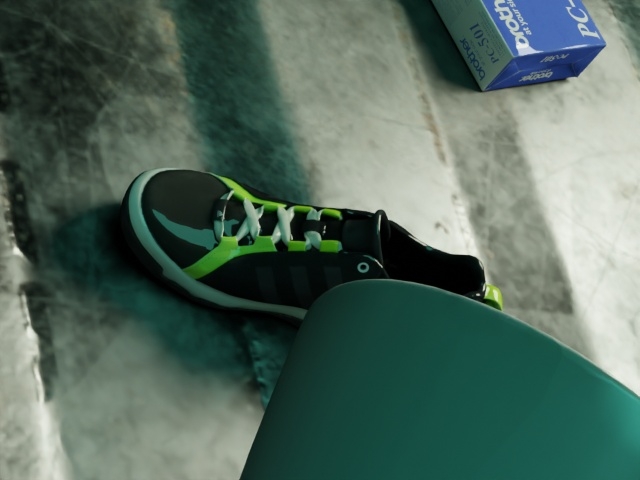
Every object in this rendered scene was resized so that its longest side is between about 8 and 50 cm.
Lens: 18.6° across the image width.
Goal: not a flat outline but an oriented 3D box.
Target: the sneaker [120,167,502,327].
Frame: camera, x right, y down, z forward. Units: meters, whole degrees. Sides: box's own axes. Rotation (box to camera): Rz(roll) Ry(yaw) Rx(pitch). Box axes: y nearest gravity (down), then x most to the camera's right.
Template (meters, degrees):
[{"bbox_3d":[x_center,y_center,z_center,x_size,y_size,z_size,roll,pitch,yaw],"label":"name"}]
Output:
[{"bbox_3d":[0.000,0.000,1.153,0.234,0.097,0.084,22,48,-19],"label":"sneaker"}]

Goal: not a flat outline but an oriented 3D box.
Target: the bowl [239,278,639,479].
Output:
[{"bbox_3d":[0.067,0.184,0.953,0.311,0.311,0.163,42,64,0],"label":"bowl"}]

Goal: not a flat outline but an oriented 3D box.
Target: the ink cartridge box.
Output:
[{"bbox_3d":[0.116,-0.209,1.424,0.097,0.046,0.207,-11,65,-37],"label":"ink cartridge box"}]
